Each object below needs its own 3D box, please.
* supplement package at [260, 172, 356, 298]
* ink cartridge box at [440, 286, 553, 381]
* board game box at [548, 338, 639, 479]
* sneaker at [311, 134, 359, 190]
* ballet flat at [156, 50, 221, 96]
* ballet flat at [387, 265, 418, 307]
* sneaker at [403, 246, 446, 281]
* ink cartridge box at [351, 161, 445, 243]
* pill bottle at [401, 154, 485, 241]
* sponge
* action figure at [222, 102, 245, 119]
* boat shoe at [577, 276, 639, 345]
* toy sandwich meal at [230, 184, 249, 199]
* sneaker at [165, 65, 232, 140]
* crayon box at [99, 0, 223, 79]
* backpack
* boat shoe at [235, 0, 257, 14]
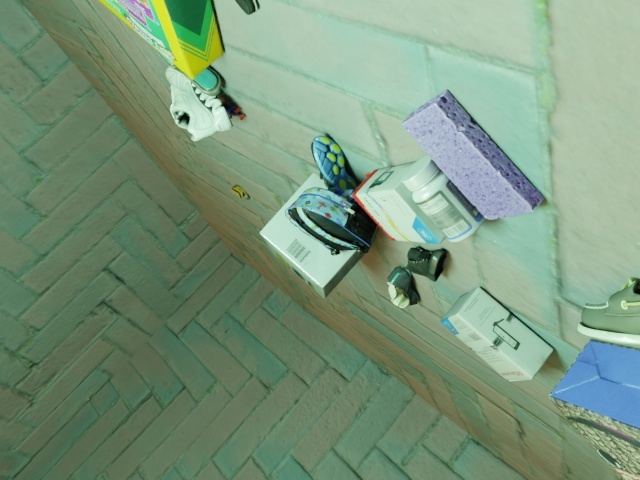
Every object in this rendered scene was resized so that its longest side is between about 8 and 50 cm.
[{"bbox_3d":[0.000,0.000,1.392,0.199,0.198,0.263,40,172,9],"label":"supplement package"},{"bbox_3d":[0.382,0.209,1.223,0.203,0.086,0.148,41,167,7],"label":"ink cartridge box"},{"bbox_3d":[0.574,0.326,0.913,0.291,0.141,0.232,47,166,-13],"label":"board game box"},{"bbox_3d":[0.020,-0.151,1.203,0.078,0.067,0.188,24,161,38],"label":"sneaker"},{"bbox_3d":[-0.326,-0.430,1.345,0.213,0.072,0.068,45,177,-1],"label":"ballet flat"},{"bbox_3d":[0.219,0.140,1.516,0.074,0.074,0.203,35,164,31],"label":"ballet flat"},{"bbox_3d":[0.229,0.045,1.238,0.089,0.051,0.170,33,167,20],"label":"sneaker"},{"bbox_3d":[0.151,-0.068,1.059,0.134,0.078,0.231,47,167,-15],"label":"ink cartridge box"},{"bbox_3d":[0.201,-0.070,0.910,0.137,0.078,0.078,47,166,-13],"label":"pill bottle"},{"bbox_3d":[0.218,-0.118,0.816,0.210,0.031,0.117,45,166,-8],"label":"sponge"},{"bbox_3d":[-0.239,-0.341,1.458,0.115,0.030,0.038,31,166,49],"label":"action figure"},{"bbox_3d":[0.436,0.091,0.702,0.109,0.091,0.305,2,175,-8],"label":"boat shoe"},{"bbox_3d":[-0.311,-0.181,2.140,0.085,0.029,0.086,40,166,12],"label":"toy sandwich meal"},{"bbox_3d":[-0.346,-0.365,1.442,0.292,0.118,0.110,49,168,33],"label":"sneaker"},{"bbox_3d":[-0.370,-0.533,1.079,0.363,0.106,0.313,41,168,10],"label":"crayon box"},{"bbox_3d":[0.021,-0.054,1.165,0.173,0.117,0.158,31,164,-22],"label":"backpack"},{"bbox_3d":[-0.156,-0.430,0.920,0.133,0.042,0.048,50,163,-30],"label":"boat shoe"}]
